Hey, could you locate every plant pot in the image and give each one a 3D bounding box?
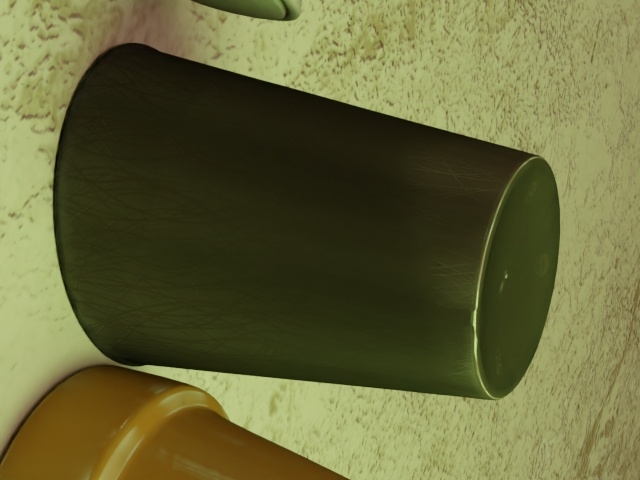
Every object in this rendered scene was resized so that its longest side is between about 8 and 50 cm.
[{"bbox_3d":[-0.053,0.184,0.957,0.205,0.188,0.205,-36,131,-57],"label":"plant pot"}]

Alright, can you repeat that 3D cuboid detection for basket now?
[{"bbox_3d":[0.000,0.000,0.957,0.154,0.227,0.204,-61,149,-37],"label":"basket"}]

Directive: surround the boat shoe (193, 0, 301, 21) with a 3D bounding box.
[{"bbox_3d":[-0.084,-0.195,0.839,0.335,0.112,0.095,29,77,-61],"label":"boat shoe"}]
